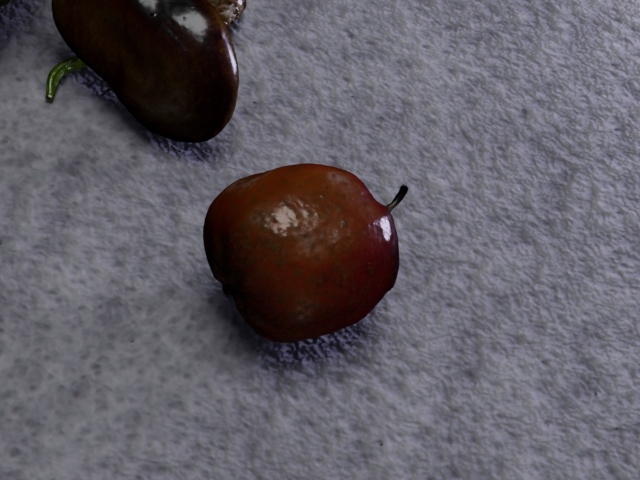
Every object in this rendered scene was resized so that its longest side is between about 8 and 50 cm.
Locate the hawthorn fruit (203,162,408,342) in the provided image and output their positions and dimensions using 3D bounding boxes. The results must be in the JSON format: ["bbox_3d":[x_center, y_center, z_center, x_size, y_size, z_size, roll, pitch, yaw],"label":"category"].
[{"bbox_3d":[0.000,0.000,1.469,0.194,0.157,0.157,-25,59,-24],"label":"hawthorn fruit"}]

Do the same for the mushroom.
[{"bbox_3d":[-0.124,-0.207,1.659,0.227,0.148,0.217,52,36,11],"label":"mushroom"}]

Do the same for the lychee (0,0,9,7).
[{"bbox_3d":[-0.376,-0.326,1.612,0.270,0.270,0.320,35,90,18],"label":"lychee"}]

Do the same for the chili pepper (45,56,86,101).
[{"bbox_3d":[-0.242,-0.164,1.654,0.030,0.017,0.083,40,53,20],"label":"chili pepper"}]
